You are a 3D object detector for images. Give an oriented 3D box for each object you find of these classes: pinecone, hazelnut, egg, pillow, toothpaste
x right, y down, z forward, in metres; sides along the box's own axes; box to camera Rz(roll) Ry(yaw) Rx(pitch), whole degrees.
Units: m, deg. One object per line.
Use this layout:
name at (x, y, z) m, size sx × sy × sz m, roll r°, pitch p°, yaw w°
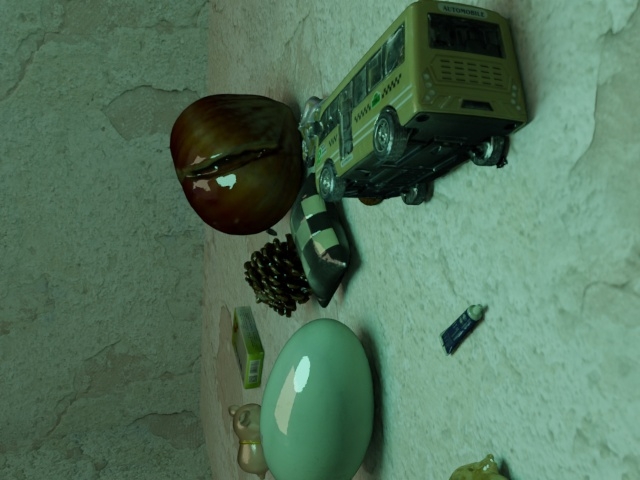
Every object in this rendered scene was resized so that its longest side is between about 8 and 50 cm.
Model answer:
pinecone at (-0.086, 0.080, 1.564) m, size 0.212 × 0.185 × 0.169 m, roll -37°, pitch 32°, yaw 46°
hazelnut at (-0.219, -0.215, 1.670) m, size 0.409 × 0.358 × 0.360 m, roll 49°, pitch 139°, yaw 50°
egg at (-0.005, 0.335, 1.274) m, size 0.230 × 0.229 × 0.371 m, roll -148°, pitch 62°, yaw -68°
pillow at (0.000, 0.000, 1.398) m, size 0.186 × 0.105 × 0.250 m, roll 114°, pitch 143°, yaw -54°
toothpaste at (0.206, 0.127, 0.935) m, size 0.140 × 0.021 × 0.037 m, roll 112°, pitch 149°, yaw -55°

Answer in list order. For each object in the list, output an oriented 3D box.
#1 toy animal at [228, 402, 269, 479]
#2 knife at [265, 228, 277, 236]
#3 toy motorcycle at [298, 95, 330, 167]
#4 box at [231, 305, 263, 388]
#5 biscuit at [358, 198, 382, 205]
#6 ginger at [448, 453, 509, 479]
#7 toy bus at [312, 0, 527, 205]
toy animal at (-0.216, 0.664, 2.108) m, size 0.165 × 0.149 × 0.248 m, roll -15°, pitch 90°, yaw 56°
knife at (-0.164, -0.031, 2.033) m, size 0.170 × 0.010 × 0.023 m, roll -156°, pitch 65°, yaw -68°
toy motorcycle at (-0.004, -0.260, 1.421) m, size 0.225 × 0.073 × 0.153 m, roll 146°, pitch 121°, yaw -70°
box at (-0.271, 0.390, 2.339) m, size 0.261 × 0.062 × 0.175 m, roll -118°, pitch 31°, yaw -51°
biscuit at (0.091, -0.159, 1.223) m, size 0.188 × 0.027 × 0.188 m, roll 176°, pitch 90°, yaw -71°
ginger at (0.249, 0.357, 0.751) m, size 0.334 × 0.081 × 0.148 m, roll -134°, pitch 44°, yaw -72°
toy bus at (0.119, -0.174, 0.918) m, size 0.365 × 0.176 × 0.202 m, roll 150°, pitch 119°, yaw -66°
